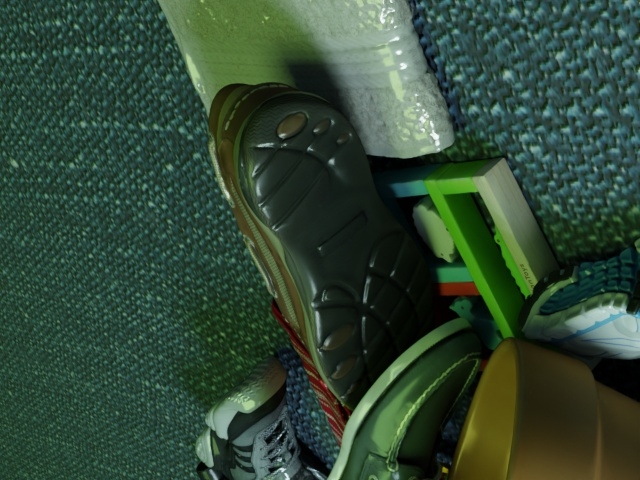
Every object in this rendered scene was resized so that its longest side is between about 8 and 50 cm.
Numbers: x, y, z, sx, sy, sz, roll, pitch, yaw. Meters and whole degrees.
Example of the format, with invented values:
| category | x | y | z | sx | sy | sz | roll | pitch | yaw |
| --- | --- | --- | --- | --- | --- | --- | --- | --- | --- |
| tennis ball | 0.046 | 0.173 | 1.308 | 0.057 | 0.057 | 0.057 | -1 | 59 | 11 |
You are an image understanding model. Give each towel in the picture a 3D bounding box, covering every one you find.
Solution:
| category | x | y | z | sx | sy | sz | roll | pitch | yaw |
| --- | --- | --- | --- | --- | --- | --- | --- | --- | --- |
| towel | -0.028 | -0.159 | 1.052 | 0.282 | 0.049 | 0.187 | 8 | 130 | 47 |
| towel | 0.027 | 0.194 | 1.301 | 0.275 | 0.031 | 0.199 | 69 | 171 | -28 |

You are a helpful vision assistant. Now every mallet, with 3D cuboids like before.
| category | x | y | z | sx | sy | sz | roll | pitch | yaw |
| --- | --- | --- | --- | --- | --- | --- | --- | --- | --- |
| mallet | -0.095 | 0.324 | 1.626 | 0.189 | 0.039 | 0.062 | 22 | 145 | 58 |

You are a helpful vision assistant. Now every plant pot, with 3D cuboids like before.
| category | x | y | z | sx | sy | sz | roll | pitch | yaw |
| --- | --- | --- | --- | --- | --- | --- | --- | --- | --- |
| plant pot | 0.202 | 0.234 | 0.969 | 0.203 | 0.291 | 0.291 | 13 | 143 | 0 |

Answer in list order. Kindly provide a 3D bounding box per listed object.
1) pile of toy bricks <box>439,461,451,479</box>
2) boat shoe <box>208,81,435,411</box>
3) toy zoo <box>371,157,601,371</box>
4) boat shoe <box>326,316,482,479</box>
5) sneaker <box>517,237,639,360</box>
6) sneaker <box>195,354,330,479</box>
| category | x | y | z | sx | sy | sz | roll | pitch | yaw |
| --- | --- | --- | --- | --- | --- | --- | --- | --- | --- |
| pile of toy bricks | 0.142 | 0.234 | 1.172 | 0.105 | 0.118 | 0.212 | 38 | 155 | -29 |
| boat shoe | 0.000 | 0.000 | 1.068 | 0.120 | 0.122 | 0.324 | 36 | 154 | 48 |
| toy zoo | 0.086 | 0.028 | 1.124 | 0.293 | 0.030 | 0.192 | -5 | 120 | 53 |
| boat shoe | 0.069 | 0.205 | 1.121 | 0.099 | 0.116 | 0.319 | 44 | 123 | 27 |
| sneaker | 0.235 | 0.047 | 0.939 | 0.083 | 0.071 | 0.190 | 33 | 152 | -23 |
| sneaker | -0.048 | 0.228 | 1.447 | 0.153 | 0.101 | 0.268 | 44 | 154 | 8 |
